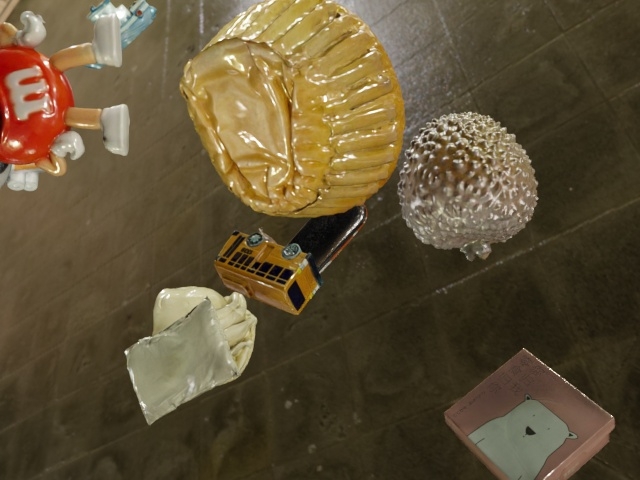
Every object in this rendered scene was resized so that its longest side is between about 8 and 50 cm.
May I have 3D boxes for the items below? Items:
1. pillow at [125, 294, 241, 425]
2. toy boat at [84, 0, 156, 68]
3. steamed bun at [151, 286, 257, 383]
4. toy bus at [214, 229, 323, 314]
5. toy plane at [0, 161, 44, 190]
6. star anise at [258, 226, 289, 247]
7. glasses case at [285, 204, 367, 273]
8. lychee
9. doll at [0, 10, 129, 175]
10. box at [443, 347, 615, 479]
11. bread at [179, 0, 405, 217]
[{"bbox_3d":[-0.244,0.208,1.013,0.229,0.050,0.148,-33,72,27],"label":"pillow"},{"bbox_3d":[-0.462,-0.465,1.283,0.215,0.102,0.088,-48,31,-10],"label":"toy boat"},{"bbox_3d":[-0.296,0.257,1.571,0.276,0.289,0.203,-22,32,-23],"label":"steamed bun"},{"bbox_3d":[-0.109,0.063,1.161,0.201,0.098,0.114,17,56,32],"label":"toy bus"},{"bbox_3d":[-0.597,-0.186,1.055,0.117,0.244,0.245,-24,50,23],"label":"toy plane"},{"bbox_3d":[-0.143,0.060,2.033,0.208,0.063,0.172,15,102,16],"label":"star anise"},{"bbox_3d":[0.000,0.000,1.392,0.103,0.067,0.267,45,99,17],"label":"glasses case"},{"bbox_3d":[0.408,-0.155,1.661,0.380,0.380,0.432,-16,78,36],"label":"lychee"},{"bbox_3d":[-0.322,-0.163,0.662,0.217,0.085,0.183,-6,92,12],"label":"doll"},{"bbox_3d":[0.377,0.340,1.081,0.215,0.086,0.215,-34,40,-13],"label":"box"},{"bbox_3d":[-0.028,-0.124,0.604,0.240,0.240,0.139,-16,22,36],"label":"bread"}]
